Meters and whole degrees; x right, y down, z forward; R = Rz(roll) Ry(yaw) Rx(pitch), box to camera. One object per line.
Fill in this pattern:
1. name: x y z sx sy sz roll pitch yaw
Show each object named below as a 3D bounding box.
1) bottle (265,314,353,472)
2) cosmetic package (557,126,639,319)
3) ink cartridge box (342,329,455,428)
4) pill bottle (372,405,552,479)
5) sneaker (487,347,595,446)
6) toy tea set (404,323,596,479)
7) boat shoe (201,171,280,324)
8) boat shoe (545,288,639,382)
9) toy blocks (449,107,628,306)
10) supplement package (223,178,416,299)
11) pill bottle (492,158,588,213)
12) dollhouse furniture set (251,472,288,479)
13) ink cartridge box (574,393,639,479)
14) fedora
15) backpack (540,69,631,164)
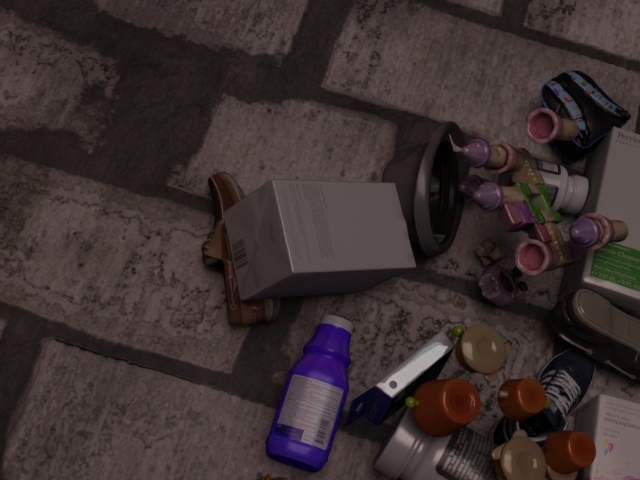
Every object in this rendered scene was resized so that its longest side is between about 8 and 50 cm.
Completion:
1. bottle: -0.009 0.277 1.600 0.118 0.092 0.282 18 66 1
2. cosmetic package: 0.628 -0.024 1.770 0.197 0.155 0.365 17 67 2
3. ink cartridge box: 0.138 0.268 1.561 0.208 0.206 0.045 -34 71 -17
4. pill bottle: 0.248 0.415 1.534 0.283 0.161 0.161 30 67 7
5. sneaker: 0.437 0.291 1.612 0.282 0.153 0.099 -40 77 -20
6. toy tea set: 0.302 0.310 1.473 0.336 0.124 0.200 45 61 -2
7. boat shoe: -0.175 0.015 1.682 0.117 0.123 0.324 -16 68 -11
8. boat shoe: 0.588 0.205 1.693 0.335 0.095 0.112 33 51 -15
9. toy blocks: 0.349 -0.055 1.608 0.260 0.309 0.288 -2 65 -49
10. supplement package: 0.000 0.000 1.606 0.293 0.175 0.177 -1 71 -38
11. pill bottle: 0.458 -0.113 1.813 0.180 0.108 0.107 14 66 -1
12. dollhouse furniture set: -0.120 0.544 1.441 0.198 0.151 0.301 -9 68 -10
13. ink cartridge box: 0.559 0.481 1.564 0.207 0.119 0.353 15 66 0
14. fedora: 0.201 -0.102 1.745 0.124 0.244 0.275 3 67 27
15. backpack: 0.553 -0.275 1.887 0.158 0.117 0.173 -31 74 -17
